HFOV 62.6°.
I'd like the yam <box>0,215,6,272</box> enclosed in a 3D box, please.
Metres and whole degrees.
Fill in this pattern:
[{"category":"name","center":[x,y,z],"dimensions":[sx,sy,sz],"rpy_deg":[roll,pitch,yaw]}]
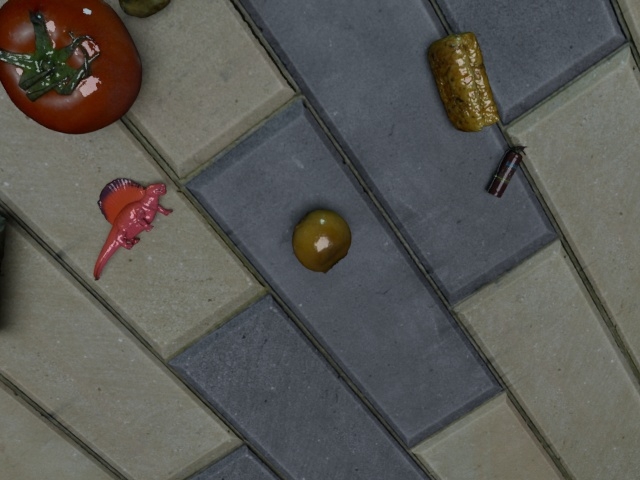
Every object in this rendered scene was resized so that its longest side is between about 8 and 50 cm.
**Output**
[{"category":"yam","center":[-0.775,0.094,1.086],"dimensions":[0.241,0.241,0.347],"rpy_deg":[13,106,-12]}]

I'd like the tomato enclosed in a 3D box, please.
[{"category":"tomato","center":[-0.456,-0.326,0.960],"dimensions":[0.256,0.224,0.255],"rpy_deg":[-1,113,-3]}]

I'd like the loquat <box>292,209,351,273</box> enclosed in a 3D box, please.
[{"category":"loquat","center":[0.000,0.000,1.191],"dimensions":[0.141,0.141,0.141],"rpy_deg":[-2,111,-6]}]

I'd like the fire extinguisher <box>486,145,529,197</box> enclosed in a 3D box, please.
[{"category":"fire extinguisher","center":[0.436,-0.167,1.234],"dimensions":[0.056,0.039,0.132],"rpy_deg":[16,109,-22]}]

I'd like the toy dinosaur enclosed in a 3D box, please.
[{"category":"toy dinosaur","center":[-0.455,-0.043,1.165],"dimensions":[0.286,0.070,0.139],"rpy_deg":[-40,100,12]}]

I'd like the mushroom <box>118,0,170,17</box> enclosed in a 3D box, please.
[{"category":"mushroom","center":[-0.353,-0.573,0.957],"dimensions":[0.100,0.081,0.311],"rpy_deg":[-12,108,-6]}]

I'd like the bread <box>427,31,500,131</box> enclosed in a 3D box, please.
[{"category":"bread","center":[0.301,-0.331,1.116],"dimensions":[0.083,0.114,0.210],"rpy_deg":[-32,112,-11]}]
